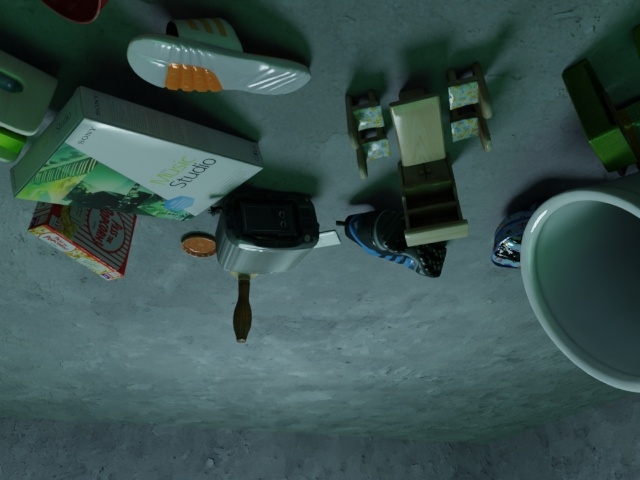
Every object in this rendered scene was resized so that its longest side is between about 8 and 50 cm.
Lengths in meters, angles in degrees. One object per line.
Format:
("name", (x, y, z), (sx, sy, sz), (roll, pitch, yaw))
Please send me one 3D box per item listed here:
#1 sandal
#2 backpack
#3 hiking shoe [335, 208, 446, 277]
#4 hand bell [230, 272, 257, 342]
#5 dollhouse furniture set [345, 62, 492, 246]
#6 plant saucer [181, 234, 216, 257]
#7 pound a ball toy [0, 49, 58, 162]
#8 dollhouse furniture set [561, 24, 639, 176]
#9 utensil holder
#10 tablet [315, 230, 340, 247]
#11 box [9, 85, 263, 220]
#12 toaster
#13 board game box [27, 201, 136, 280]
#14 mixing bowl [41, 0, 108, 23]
("sandal", (-0.137, -0.259, 0.699), (0.265, 0.076, 0.102), (-4, 168, -36))
("backpack", (0.445, -0.007, 1.059), (0.173, 0.117, 0.158), (1, 147, -6))
("hiking shoe", (0.173, -0.002, 1.093), (0.132, 0.113, 0.304), (10, 167, 41))
("hand bell", (-0.166, 0.102, 1.077), (0.126, 0.242, 0.126), (-1, 147, -1))
("dollhouse furniture set", (0.171, -0.127, 0.824), (0.212, 0.161, 0.242), (-10, 146, 13))
("plant saucer", (-0.273, 0.012, 1.141), (0.083, 0.013, 0.084), (-2, 147, -1))
("pound a ball toy", (-0.553, -0.230, 0.669), (0.319, 0.136, 0.208), (26, 151, -36))
("dollhouse furniture set", (0.541, -0.179, 0.775), (0.197, 0.152, 0.301), (-28, 139, 34))
("utensil holder", (0.603, 0.025, 0.840), (0.385, 0.328, 0.328), (-17, 150, -18))
("tablet", (0.000, 0.000, 1.145), (0.083, 0.006, 0.054), (-10, 145, 11))
("box", (-0.286, -0.117, 0.818), (0.232, 0.059, 0.321), (-29, 157, 34))
("toaster", (-0.122, -0.010, 1.003), (0.226, 0.129, 0.146), (0, 151, -23))
("board game box", (-0.438, -0.033, 0.945), (0.045, 0.147, 0.193), (-14, 146, 17))
("mixing bowl", (-0.261, -0.334, 0.515), (0.181, 0.098, 0.181), (30, 152, 18))
